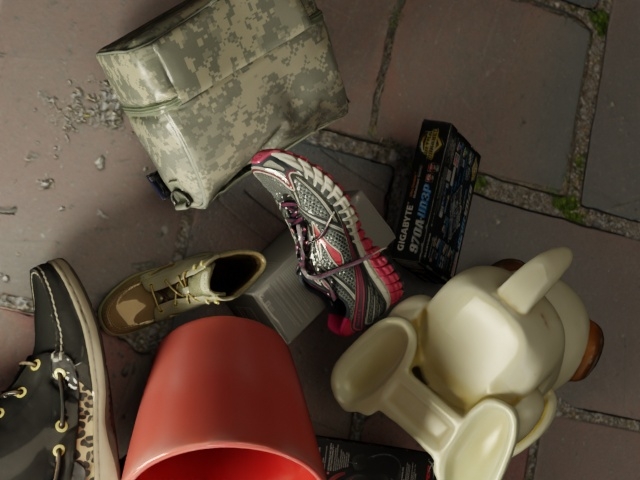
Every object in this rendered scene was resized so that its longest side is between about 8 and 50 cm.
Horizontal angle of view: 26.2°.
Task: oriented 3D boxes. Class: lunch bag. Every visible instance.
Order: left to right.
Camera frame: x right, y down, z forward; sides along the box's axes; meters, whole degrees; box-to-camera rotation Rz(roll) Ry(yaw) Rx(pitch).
[{"bbox_3d":[-0.128,-0.216,1.917,0.305,0.212,0.256,-34,105,-21],"label":"lunch bag"}]

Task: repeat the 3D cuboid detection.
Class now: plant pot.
[{"bbox_3d":[-0.130,0.254,1.851,0.275,0.275,0.243,21,40,-25],"label":"plant pot"}]

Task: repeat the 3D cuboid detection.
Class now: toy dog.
[{"bbox_3d":[0.255,0.147,2.038,0.408,0.284,0.395,-10,127,-63],"label":"toy dog"}]

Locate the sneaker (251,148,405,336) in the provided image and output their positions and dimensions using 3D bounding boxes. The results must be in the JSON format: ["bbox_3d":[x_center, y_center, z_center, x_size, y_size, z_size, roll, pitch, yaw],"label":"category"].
[{"bbox_3d":[0.000,0.000,1.882,0.112,0.121,0.299,-42,110,-18],"label":"sneaker"}]

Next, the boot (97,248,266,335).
[{"bbox_3d":[-0.192,0.068,1.899,0.213,0.165,0.077,-25,98,-27],"label":"boot"}]

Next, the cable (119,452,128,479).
[{"bbox_3d":[-0.227,0.372,1.943,0.184,0.047,0.150,36,78,-24],"label":"cable"}]

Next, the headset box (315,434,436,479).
[{"bbox_3d":[0.013,0.398,2.020,0.293,0.110,0.218,11,83,-26],"label":"headset box"}]

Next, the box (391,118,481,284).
[{"bbox_3d":[0.180,-0.055,2.100,0.175,0.051,0.220,31,70,-65],"label":"box"}]

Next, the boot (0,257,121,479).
[{"bbox_3d":[-0.423,0.224,1.796,0.284,0.138,0.377,-8,88,-22],"label":"boot"}]

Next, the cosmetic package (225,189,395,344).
[{"bbox_3d":[-0.019,0.035,2.011,0.238,0.127,0.107,-40,107,-20],"label":"cosmetic package"}]
